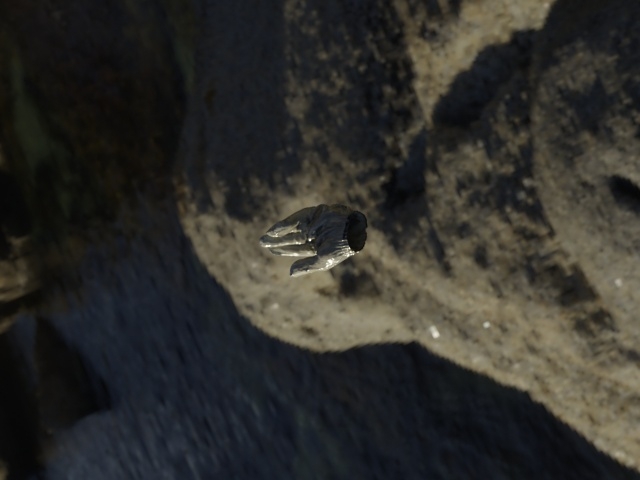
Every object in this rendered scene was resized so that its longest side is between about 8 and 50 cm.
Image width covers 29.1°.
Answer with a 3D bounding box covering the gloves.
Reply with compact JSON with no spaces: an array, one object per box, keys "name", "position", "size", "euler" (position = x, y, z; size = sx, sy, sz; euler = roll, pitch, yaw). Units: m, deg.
[{"name":"gloves","position":[0.000,0.000,0.742],"size":[0.081,0.037,0.044],"euler":[0,87,25]}]
